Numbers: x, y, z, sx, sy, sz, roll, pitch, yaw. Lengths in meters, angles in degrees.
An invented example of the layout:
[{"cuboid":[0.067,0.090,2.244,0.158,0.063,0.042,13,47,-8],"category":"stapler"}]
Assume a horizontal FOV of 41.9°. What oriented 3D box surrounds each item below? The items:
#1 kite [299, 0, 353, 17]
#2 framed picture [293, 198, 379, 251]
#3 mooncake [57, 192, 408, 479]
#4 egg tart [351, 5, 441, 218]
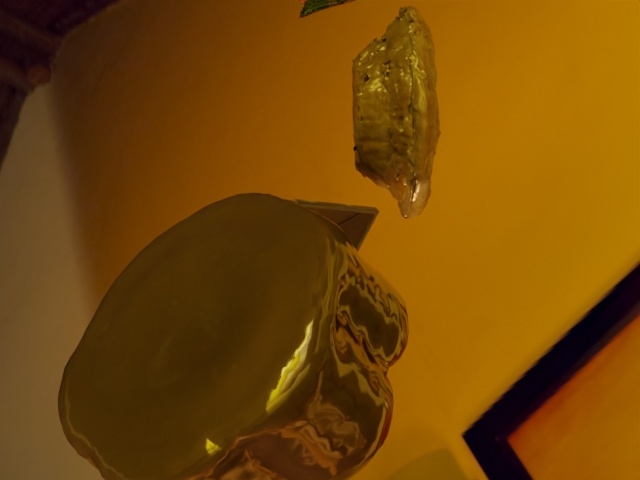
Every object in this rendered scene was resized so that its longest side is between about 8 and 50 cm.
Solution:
[{"cuboid":[-0.010,-0.454,1.338,0.244,0.006,0.198,20,-85,-25],"category":"kite"},{"cuboid":[0.000,0.000,1.450,0.203,0.015,0.150,3,-57,-44],"category":"framed picture"},{"cuboid":[-0.112,0.169,1.134,0.467,0.467,0.262,-36,-53,5],"category":"mooncake"},{"cuboid":[0.116,-0.204,1.337,0.132,0.341,0.341,-2,-50,3],"category":"egg tart"}]
